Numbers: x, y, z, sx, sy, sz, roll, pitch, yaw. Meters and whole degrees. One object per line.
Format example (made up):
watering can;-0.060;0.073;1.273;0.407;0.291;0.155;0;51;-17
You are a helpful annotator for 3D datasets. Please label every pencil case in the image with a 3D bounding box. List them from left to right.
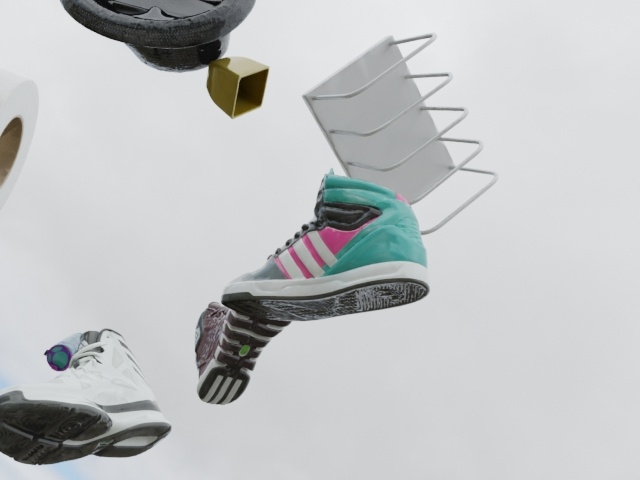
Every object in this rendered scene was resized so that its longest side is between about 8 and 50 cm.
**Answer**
pencil case;-0.610;0.269;1.496;0.064;0.070;0.151;39;0;-4

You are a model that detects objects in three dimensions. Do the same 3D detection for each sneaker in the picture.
sneaker;-0.506;0.298;1.253;0.258;0.169;0.447;56;7;29
sneaker;-0.137;0.116;1.019;0.106;0.281;0.162;28;11;-35
sneaker;0.000;0.000;0.807;0.295;0.179;0.124;-11;-28;29

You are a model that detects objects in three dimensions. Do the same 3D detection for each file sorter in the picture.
file sorter;0.142;-0.171;1.020;0.278;0.192;0.173;58;-14;-24

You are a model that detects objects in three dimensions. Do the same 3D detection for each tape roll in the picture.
tape roll;-0.782;-0.212;1.467;0.072;0.392;0.392;21;-36;-14

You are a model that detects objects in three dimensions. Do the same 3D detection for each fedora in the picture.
fedora;-0.269;-0.393;1.058;0.334;0.334;0.153;28;-29;16

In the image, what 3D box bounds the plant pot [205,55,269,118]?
plant pot;-0.150;-0.272;1.061;0.083;0.081;0.082;34;-48;19
